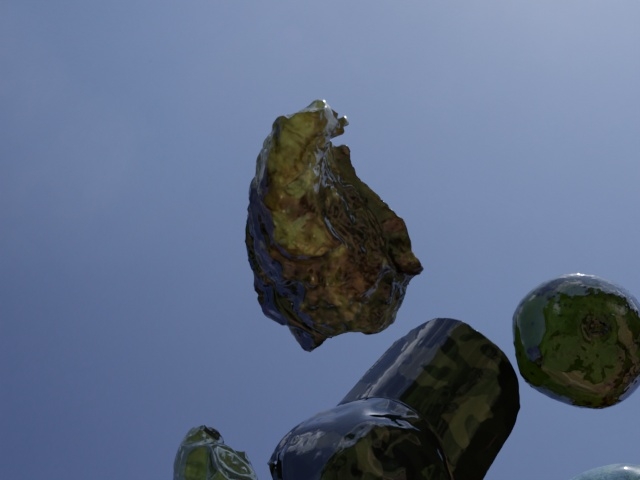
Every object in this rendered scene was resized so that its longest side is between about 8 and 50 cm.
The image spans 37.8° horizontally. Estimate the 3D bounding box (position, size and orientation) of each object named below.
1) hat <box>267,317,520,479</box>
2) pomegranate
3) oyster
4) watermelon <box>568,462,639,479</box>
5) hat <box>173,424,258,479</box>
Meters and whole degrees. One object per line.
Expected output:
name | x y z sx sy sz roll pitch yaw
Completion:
hat | 0.114 0.286 1.436 0.257 0.366 0.381 27 -90 -58
pomegranate | 0.402 0.163 1.451 0.214 0.248 0.214 -3 -109 8
oyster | 0.000 0.006 1.087 0.271 0.100 0.275 35 -70 -19
watermelon | 0.477 0.439 1.550 0.175 0.188 0.322 -56 -30 -25
hat | -0.111 0.269 0.879 0.122 0.081 0.166 19 -91 23
